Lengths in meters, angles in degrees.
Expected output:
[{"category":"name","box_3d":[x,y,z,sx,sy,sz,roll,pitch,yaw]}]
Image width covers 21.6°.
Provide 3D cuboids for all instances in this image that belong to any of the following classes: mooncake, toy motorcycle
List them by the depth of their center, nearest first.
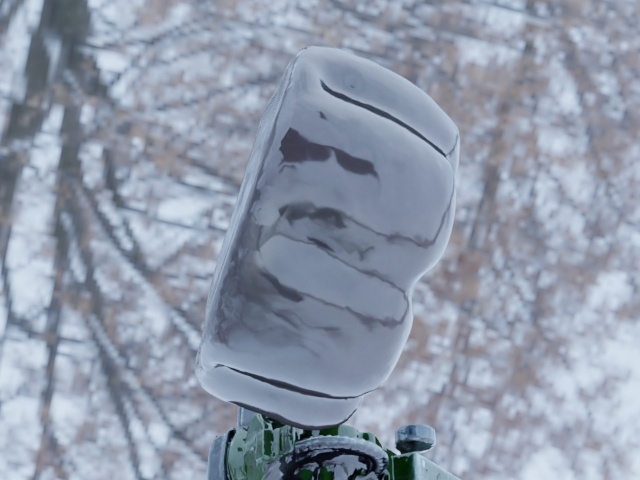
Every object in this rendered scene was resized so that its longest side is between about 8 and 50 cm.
[{"category":"mooncake","box_3d":[0.000,0.000,1.091,0.133,0.245,0.245,22,-163,-7]},{"category":"toy motorcycle","box_3d":[0.010,0.198,1.252,0.187,0.124,0.275,-16,147,27]}]
